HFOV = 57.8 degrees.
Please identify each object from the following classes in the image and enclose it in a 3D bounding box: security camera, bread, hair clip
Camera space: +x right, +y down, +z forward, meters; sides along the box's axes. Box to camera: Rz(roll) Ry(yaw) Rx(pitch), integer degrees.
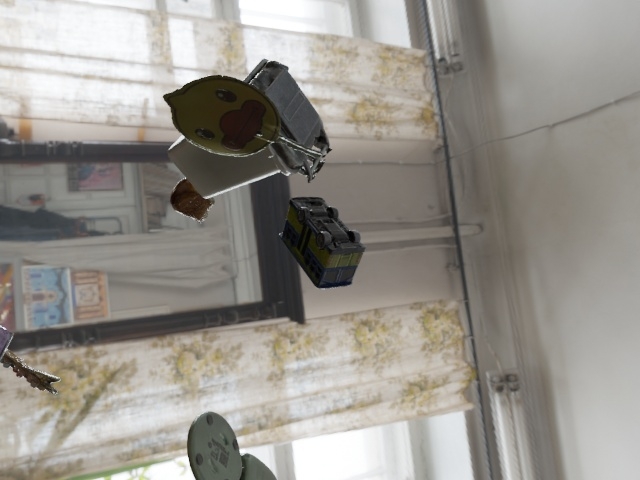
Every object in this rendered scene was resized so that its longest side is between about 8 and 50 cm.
[{"bbox_3d":[-0.183,0.462,1.138,0.301,0.080,0.157,57,21,-30],"label":"security camera"},{"bbox_3d":[-0.373,-0.110,1.668,0.129,0.126,0.044,-49,-168,38],"label":"bread"},{"bbox_3d":[-0.753,0.340,1.493,0.214,0.062,0.056,20,-91,19],"label":"hair clip"}]

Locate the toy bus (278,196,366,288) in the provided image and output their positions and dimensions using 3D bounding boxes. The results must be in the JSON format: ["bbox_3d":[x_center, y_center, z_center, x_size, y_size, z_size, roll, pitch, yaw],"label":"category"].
[{"bbox_3d":[0.000,0.000,1.800,0.287,0.138,0.175,51,-46,42],"label":"toy bus"}]

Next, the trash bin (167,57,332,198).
[{"bbox_3d":[-0.192,-0.259,1.541,0.368,0.296,0.256,-22,-150,34],"label":"trash bin"}]

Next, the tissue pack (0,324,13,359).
[{"bbox_3d":[-0.816,0.308,1.154,0.122,0.259,0.361,69,33,-57],"label":"tissue pack"}]

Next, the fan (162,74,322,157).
[{"bbox_3d":[-0.148,-0.225,1.151,0.229,0.335,0.011,-41,-144,52],"label":"fan"}]
